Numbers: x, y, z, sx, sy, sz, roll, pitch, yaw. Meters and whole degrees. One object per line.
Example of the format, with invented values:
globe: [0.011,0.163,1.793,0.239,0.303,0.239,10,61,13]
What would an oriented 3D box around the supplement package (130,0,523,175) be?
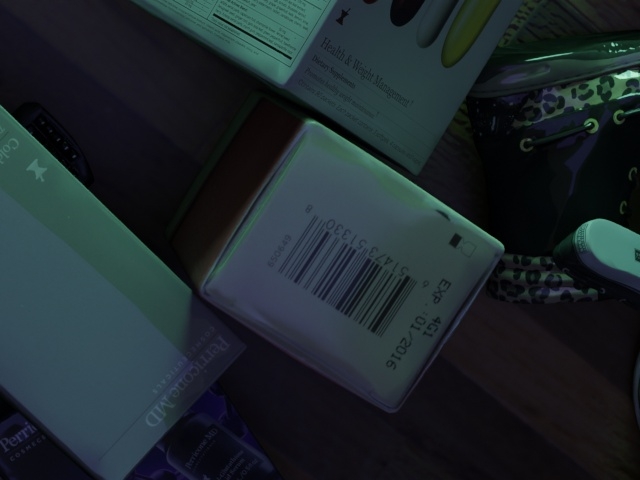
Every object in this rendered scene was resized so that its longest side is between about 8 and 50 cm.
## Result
supplement package: [0.022,-0.182,1.204,0.149,0.194,0.203,32,93,31]

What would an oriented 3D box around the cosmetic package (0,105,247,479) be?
cosmetic package: [-0.174,0.027,1.148,0.238,0.107,0.127,42,80,-10]

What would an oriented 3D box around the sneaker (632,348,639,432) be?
sneaker: [0.284,0.176,1.362,0.111,0.121,0.300,1,98,-10]

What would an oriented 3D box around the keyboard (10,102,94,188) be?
keyboard: [-0.231,0.003,1.291,0.192,0.038,0.100,-43,103,0]

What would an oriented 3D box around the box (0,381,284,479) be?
box: [-0.122,0.156,1.283,0.153,0.108,0.207,-36,107,-10]

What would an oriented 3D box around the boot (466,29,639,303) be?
boot: [0.216,-0.055,1.340,0.236,0.085,0.178,-6,104,-9]

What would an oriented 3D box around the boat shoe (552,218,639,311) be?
boat shoe: [0.219,0.025,1.303,0.142,0.040,0.049,27,55,-28]

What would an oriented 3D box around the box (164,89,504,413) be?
box: [0.000,0.000,1.229,0.149,0.232,0.127,32,92,-13]
